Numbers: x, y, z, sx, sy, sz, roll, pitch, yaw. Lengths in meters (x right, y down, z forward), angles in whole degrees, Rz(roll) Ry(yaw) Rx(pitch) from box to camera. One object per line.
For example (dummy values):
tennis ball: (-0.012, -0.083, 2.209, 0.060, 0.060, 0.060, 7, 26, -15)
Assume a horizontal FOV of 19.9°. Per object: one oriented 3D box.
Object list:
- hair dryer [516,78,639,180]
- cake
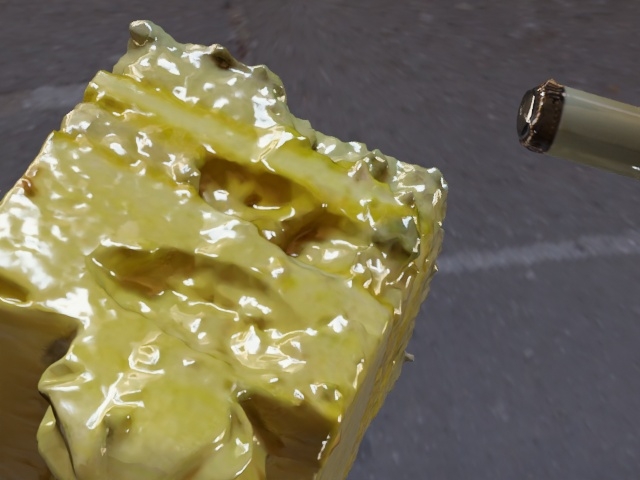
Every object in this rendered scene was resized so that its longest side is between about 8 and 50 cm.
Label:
hair dryer: (0.318, -0.069, 1.526, 0.362, 0.128, 0.203, 15, 107, -10)
cake: (-0.084, 0.070, 0.997, 0.222, 0.286, 0.227, 23, 140, 9)
